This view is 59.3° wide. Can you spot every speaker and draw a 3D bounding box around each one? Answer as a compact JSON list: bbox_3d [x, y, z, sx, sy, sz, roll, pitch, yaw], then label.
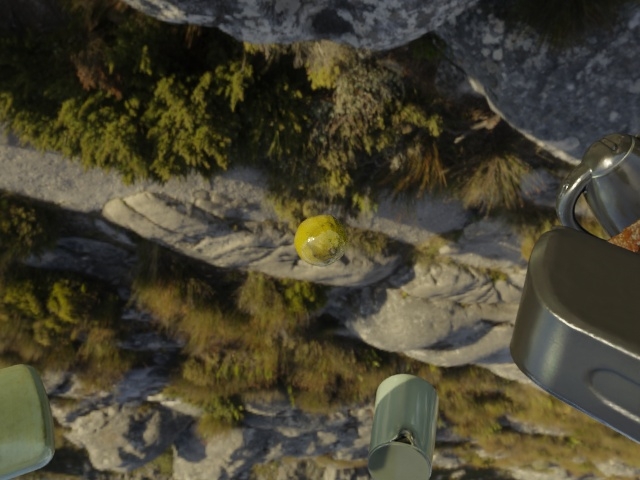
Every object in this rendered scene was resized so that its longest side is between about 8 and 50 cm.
[{"bbox_3d":[0.347,0.153,0.535,0.184,0.388,0.180,-29,133,-36],"label":"speaker"}]

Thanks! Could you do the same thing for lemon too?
[{"bbox_3d":[0.000,0.000,0.865,0.082,0.082,0.110,3,180,-14],"label":"lemon"}]

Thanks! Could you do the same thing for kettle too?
[{"bbox_3d":[0.674,-0.092,1.247,0.290,0.207,0.268,38,108,-17],"label":"kettle"},{"bbox_3d":[0.115,0.288,0.828,0.098,0.148,0.127,38,117,-6],"label":"kettle"}]

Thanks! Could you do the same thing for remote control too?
[{"bbox_3d":[-0.354,0.181,0.473,0.233,0.098,0.038,-13,154,-25],"label":"remote control"}]

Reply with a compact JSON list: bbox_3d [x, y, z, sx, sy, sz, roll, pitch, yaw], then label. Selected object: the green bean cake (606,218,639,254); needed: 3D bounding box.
[{"bbox_3d":[0.483,0.012,0.751,0.097,0.198,0.233,-11,173,-10],"label":"green bean cake"}]
